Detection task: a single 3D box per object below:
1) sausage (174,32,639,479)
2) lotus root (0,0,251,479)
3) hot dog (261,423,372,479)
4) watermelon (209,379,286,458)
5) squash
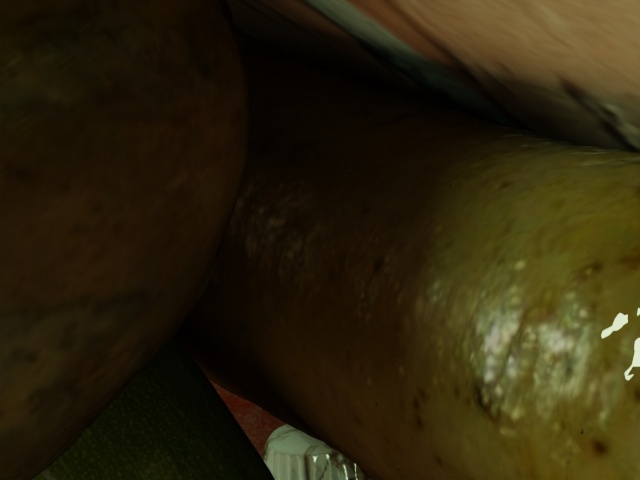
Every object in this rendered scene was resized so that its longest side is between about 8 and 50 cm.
[{"bbox_3d":[0.002,0.001,0.609,0.136,0.123,0.501,36,174,-36],"label":"sausage"},{"bbox_3d":[-0.141,-0.056,0.486,0.272,0.192,0.272,45,155,27],"label":"lotus root"},{"bbox_3d":[0.088,0.111,0.895,0.253,0.069,0.131,-9,-170,-20],"label":"hot dog"},{"bbox_3d":[-0.036,0.031,0.912,0.193,0.232,0.310,30,133,42],"label":"watermelon"},{"bbox_3d":[-0.099,0.028,0.609,0.318,0.071,0.080,43,-168,26],"label":"squash"}]
